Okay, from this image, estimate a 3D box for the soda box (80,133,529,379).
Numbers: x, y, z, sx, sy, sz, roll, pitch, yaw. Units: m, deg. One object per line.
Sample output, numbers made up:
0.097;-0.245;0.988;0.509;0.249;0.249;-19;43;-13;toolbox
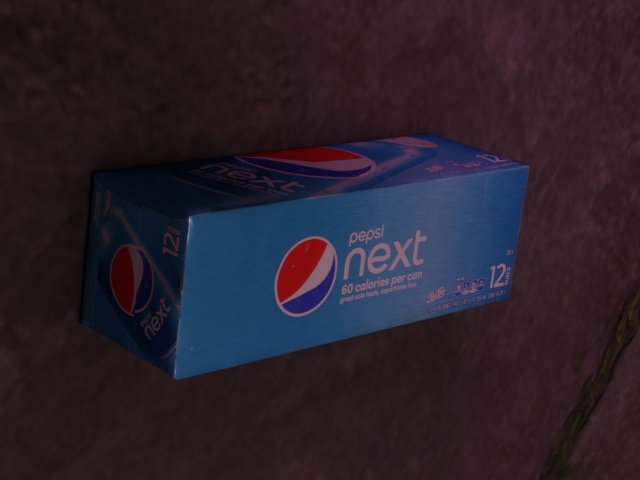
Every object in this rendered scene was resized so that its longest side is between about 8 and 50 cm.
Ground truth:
0.000;0.000;0.622;0.210;0.067;0.071;-10;115;-43;soda box
